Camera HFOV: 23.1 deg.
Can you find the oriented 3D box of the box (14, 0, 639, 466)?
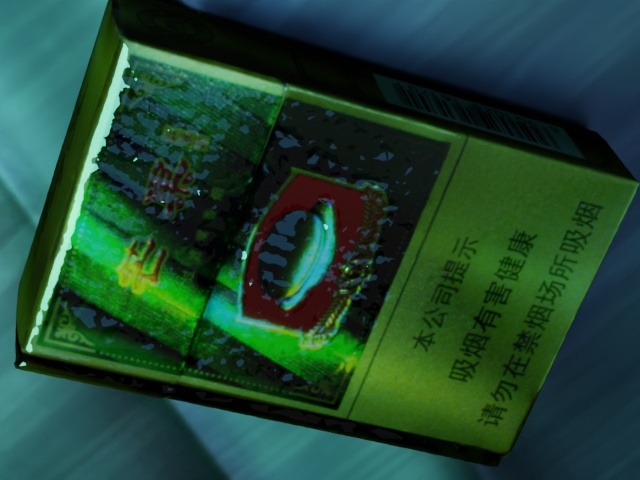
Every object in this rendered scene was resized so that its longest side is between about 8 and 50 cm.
[{"bbox_3d":[0.000,0.000,0.698,0.240,0.071,0.159,13,116,-17],"label":"box"}]
